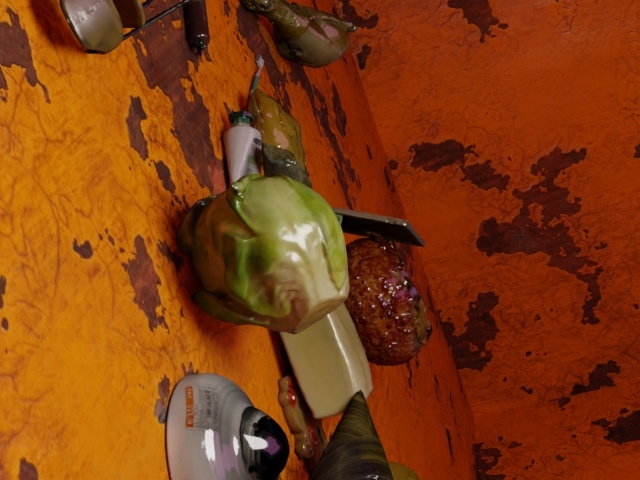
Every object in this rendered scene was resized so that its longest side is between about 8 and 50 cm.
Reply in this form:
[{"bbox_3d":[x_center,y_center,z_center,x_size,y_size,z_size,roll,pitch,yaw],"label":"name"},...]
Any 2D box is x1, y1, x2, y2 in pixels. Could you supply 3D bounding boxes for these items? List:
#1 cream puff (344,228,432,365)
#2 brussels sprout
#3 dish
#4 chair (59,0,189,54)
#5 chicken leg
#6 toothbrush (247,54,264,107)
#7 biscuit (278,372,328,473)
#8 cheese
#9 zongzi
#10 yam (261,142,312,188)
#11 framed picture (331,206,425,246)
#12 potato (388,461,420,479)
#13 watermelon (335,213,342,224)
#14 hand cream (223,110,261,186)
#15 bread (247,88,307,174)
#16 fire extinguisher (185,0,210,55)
[{"bbox_3d":[0.129,0.161,2.292,0.350,0.228,0.350,61,-5,9],"label":"cream puff"},{"bbox_3d":[-0.093,0.019,1.497,0.294,0.259,0.227,44,49,8],"label":"brussels sprout"},{"bbox_3d":[-0.110,0.321,1.385,0.273,0.133,0.273,-14,90,-76],"label":"dish"},{"bbox_3d":[-0.303,-0.375,1.349,0.247,0.172,0.159,-42,127,-25],"label":"chair"},{"bbox_3d":[-0.071,-0.574,2.431,0.429,0.201,0.153,25,59,-55],"label":"chicken leg"},{"bbox_3d":[-0.153,-0.376,2.203,0.257,0.018,0.024,-87,154,-53],"label":"toothbrush"},{"bbox_3d":[-0.029,0.359,1.863,0.166,0.036,0.226,-67,139,-67],"label":"biscuit"},{"bbox_3d":[0.014,0.229,1.922,0.243,0.123,0.265,65,6,6],"label":"cheese"},{"bbox_3d":[0.091,0.547,1.688,0.403,0.207,0.432,65,26,-26],"label":"zongzi"},{"bbox_3d":[-0.069,-0.108,1.942,0.259,0.106,0.106,91,-3,-50],"label":"yam"},{"bbox_3d":[0.100,-0.040,2.321,0.211,0.289,0.020,38,66,-67],"label":"framed picture"},{"bbox_3d":[0.144,0.547,1.979,0.204,0.158,0.178,57,-14,8],"label":"potato"},{"bbox_3d":[0.003,-0.020,2.271,0.158,0.097,0.121,-46,151,-72],"label":"watermelon"},{"bbox_3d":[-0.147,-0.092,1.854,0.121,0.076,0.336,31,52,-68],"label":"hand cream"},{"bbox_3d":[-0.108,-0.234,2.098,0.233,0.088,0.161,41,31,-62],"label":"bread"},{"bbox_3d":[-0.245,-0.428,1.856,0.078,0.045,0.157,96,-15,-64],"label":"fire extinguisher"}]
